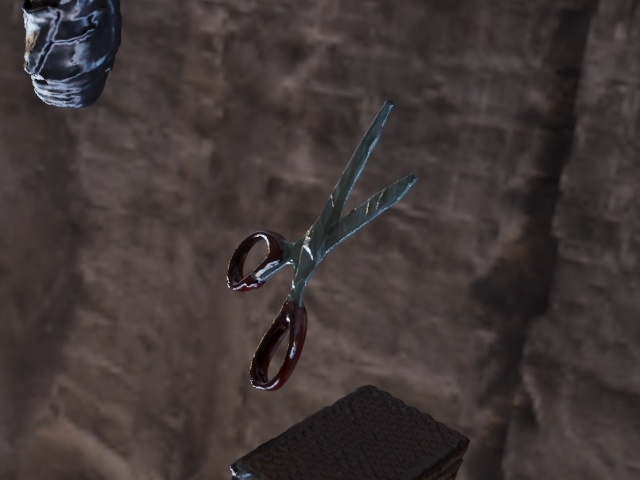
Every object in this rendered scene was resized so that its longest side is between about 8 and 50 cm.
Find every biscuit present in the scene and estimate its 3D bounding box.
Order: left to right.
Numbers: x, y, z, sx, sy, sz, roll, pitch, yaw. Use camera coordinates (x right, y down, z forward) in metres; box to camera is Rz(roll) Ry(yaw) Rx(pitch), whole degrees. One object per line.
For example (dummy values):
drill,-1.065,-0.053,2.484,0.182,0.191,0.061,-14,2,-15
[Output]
biscuit,0.018,0.191,1.279,0.106,0.070,0.252,27,-158,21

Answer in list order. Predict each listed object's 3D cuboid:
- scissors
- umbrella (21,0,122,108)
scissors,0.000,0.000,1.295,0.017,0.247,0.144,11,-134,-32
umbrella,-0.195,-0.243,1.325,0.094,0.326,0.090,-14,-130,-25
